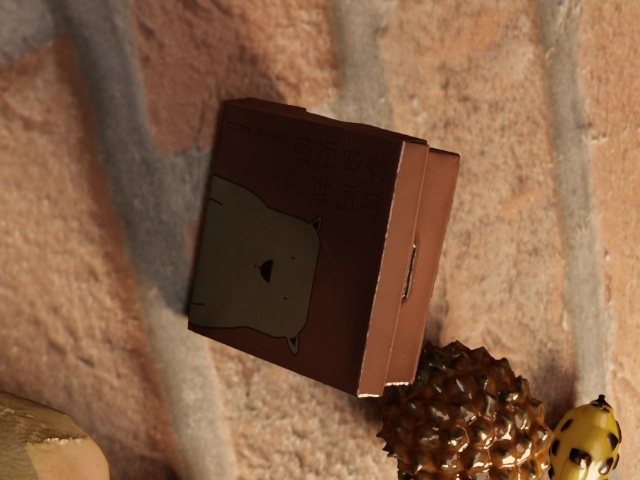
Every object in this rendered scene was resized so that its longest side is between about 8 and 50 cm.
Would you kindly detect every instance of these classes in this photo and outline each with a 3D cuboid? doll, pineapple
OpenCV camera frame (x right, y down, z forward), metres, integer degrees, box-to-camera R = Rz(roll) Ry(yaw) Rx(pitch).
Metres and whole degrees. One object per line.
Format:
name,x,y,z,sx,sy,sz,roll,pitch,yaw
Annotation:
doll,0.272,0.314,1.467,0.117,0.086,0.291,3,103,-67
pineapple,0.131,0.176,1.292,0.166,0.166,0.193,-46,108,-17

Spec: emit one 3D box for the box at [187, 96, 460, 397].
box,0.000,0.000,1.108,0.086,0.215,0.215,2,101,-48

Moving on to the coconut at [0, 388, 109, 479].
coconut,-0.267,0.219,0.971,0.245,0.233,0.233,-37,121,-30
